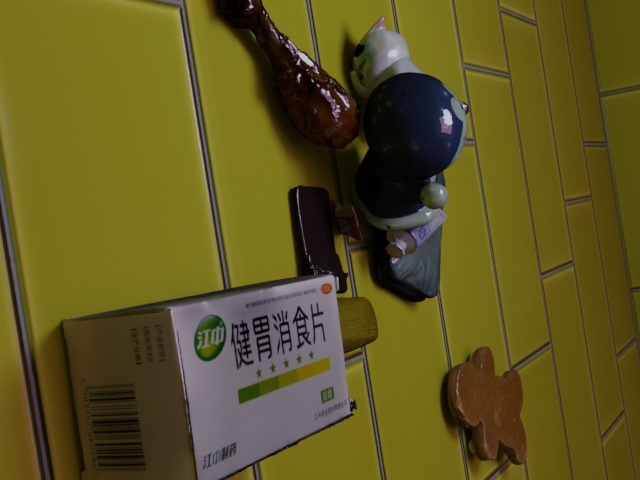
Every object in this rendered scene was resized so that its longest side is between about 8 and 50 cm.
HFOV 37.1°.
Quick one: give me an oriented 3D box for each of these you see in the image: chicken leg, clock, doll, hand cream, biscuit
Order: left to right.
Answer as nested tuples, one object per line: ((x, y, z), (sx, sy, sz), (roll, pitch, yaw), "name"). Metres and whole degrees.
((-0.046, -0.244, 1.299), (0.304, 0.093, 0.113), (51, 23, -31), "chicken leg")
((0.114, -0.258, 1.534), (0.107, 0.110, 0.180), (-27, 76, -22), "doll")
((0.130, -0.130, 1.402), (0.243, 0.147, 0.199), (103, -31, -47), "clock")
((0.146, -0.026, 1.509), (0.084, 0.053, 0.142), (44, 52, -8), "hand cream")
((0.312, 0.313, 1.821), (0.340, 0.047, 0.215), (24, 59, -54), "biscuit")

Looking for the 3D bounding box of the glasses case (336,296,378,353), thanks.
((0.014, 0.119, 1.313), (0.234, 0.064, 0.079), (1, 78, -61), "glasses case")

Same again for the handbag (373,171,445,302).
((0.153, -0.069, 1.618), (0.192, 0.075, 0.332), (27, 62, -52), "handbag")

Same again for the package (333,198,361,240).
((0.037, -0.031, 1.407), (0.083, 0.029, 0.059), (-158, -129, -73), "package")

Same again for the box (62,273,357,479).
((-0.101, 0.140, 1.018), (0.333, 0.145, 0.173), (-8, 91, -60), "box")

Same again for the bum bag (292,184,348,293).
((0.000, 0.000, 1.361), (0.109, 0.026, 0.159), (-2, 83, -63), "bum bag")
